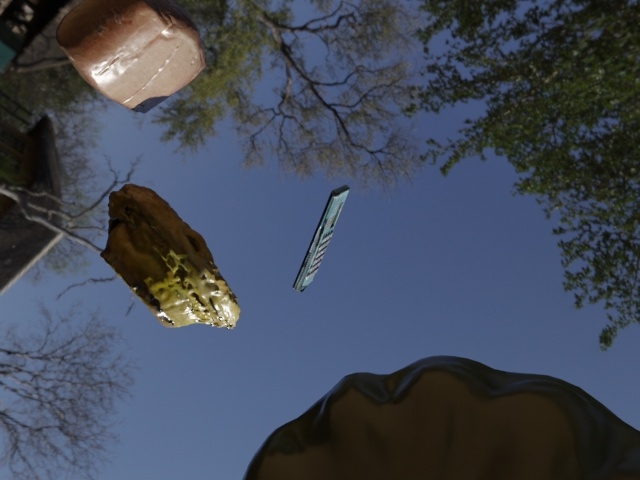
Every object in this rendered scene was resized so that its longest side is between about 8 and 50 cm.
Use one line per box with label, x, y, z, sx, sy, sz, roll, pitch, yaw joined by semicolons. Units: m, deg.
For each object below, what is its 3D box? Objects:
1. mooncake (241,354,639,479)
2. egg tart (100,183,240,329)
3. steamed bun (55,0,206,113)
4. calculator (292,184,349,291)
mooncake;0.086;0.253;0.283;0.356;0.194;0.357;-8;-128;11
egg tart;-0.256;0.045;0.798;0.123;0.294;0.294;-39;-144;-21
steamed bun;-0.231;-0.250;0.628;0.144;0.175;0.106;-38;-104;4
calculator;0.000;0.000;0.723;0.018;0.057;0.172;28;-65;13
